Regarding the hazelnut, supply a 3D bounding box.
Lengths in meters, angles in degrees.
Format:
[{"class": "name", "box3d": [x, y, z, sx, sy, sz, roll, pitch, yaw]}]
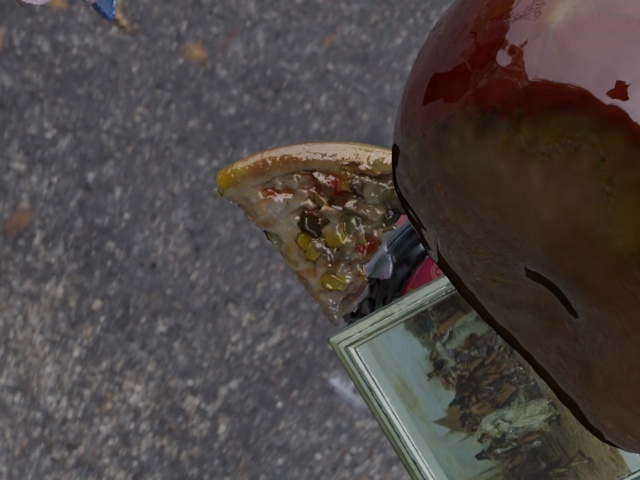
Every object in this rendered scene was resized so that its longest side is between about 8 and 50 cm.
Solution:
[{"class": "hazelnut", "box3d": [0.256, -0.045, 1.078, 0.409, 0.359, 0.359, 48, 52, -26]}]

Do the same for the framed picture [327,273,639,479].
[{"class": "framed picture", "box3d": [0.162, 0.150, 1.319, 0.217, 0.017, 0.274, -31, 104, 9]}]

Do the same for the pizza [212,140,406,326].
[{"class": "pizza", "box3d": [0.000, 0.000, 1.347, 0.185, 0.195, 0.052, -5, 32, 10]}]

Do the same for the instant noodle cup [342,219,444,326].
[{"class": "instant noodle cup", "box3d": [0.194, 0.076, 1.491, 0.302, 0.258, 0.181, -28, 56, -4]}]

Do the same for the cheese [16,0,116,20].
[{"class": "cheese", "box3d": [-0.207, -0.251, 1.091, 0.074, 0.286, 0.189, -4, 78, 14]}]
